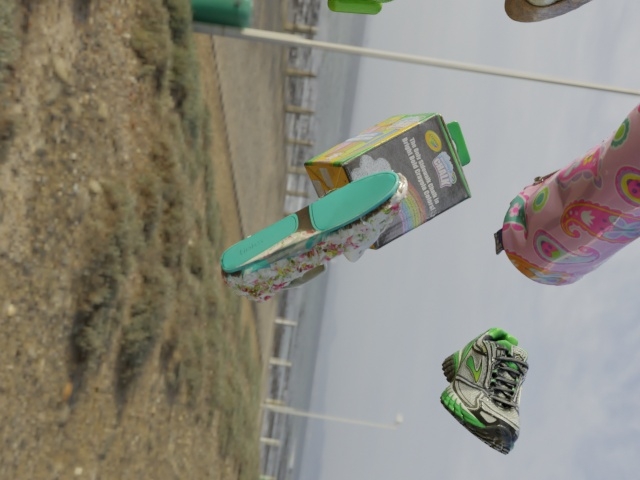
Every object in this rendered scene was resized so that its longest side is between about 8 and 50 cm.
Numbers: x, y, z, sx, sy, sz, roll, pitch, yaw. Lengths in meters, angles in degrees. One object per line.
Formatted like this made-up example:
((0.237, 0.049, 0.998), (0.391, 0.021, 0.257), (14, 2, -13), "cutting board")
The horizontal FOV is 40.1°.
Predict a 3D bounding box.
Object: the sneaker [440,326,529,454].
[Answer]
((0.298, 0.247, 1.549), (0.146, 0.134, 0.343), (-50, -170, 17), "sneaker")

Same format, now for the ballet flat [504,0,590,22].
((0.404, -0.424, 1.367), (0.106, 0.316, 0.108), (7, 78, -45), "ballet flat")

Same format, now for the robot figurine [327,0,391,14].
((0.031, -0.222, 0.670), (0.067, 0.115, 0.101), (-19, 128, -39), "robot figurine")

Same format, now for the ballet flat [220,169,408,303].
((0.000, 0.000, 0.972), (0.077, 0.240, 0.091), (52, 24, -34), "ballet flat")

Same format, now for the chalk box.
((0.111, -0.096, 1.226), (0.132, 0.213, 0.132), (11, -53, 65), "chalk box")

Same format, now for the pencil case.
((0.286, -0.050, 0.856), (0.284, 0.124, 0.124), (132, -30, -61), "pencil case")
